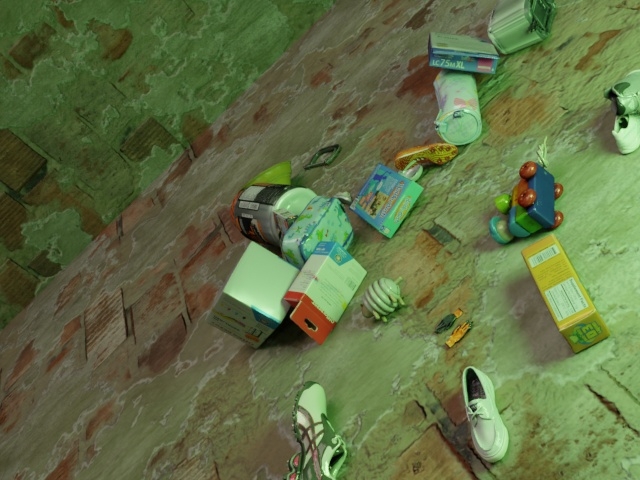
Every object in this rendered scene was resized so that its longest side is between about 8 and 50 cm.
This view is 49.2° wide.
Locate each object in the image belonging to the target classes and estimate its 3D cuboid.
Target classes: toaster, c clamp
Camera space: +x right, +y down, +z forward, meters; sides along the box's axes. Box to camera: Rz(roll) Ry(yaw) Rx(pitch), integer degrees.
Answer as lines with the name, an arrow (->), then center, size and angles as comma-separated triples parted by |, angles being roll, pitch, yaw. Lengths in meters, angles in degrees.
toaster -> 0.574, -0.631, 2.002 | 0.146, 0.129, 0.227 | -19, 40, 45
c clamp -> -0.001, -0.276, 2.409 | 0.160, 0.022, 0.137 | -14, 37, 46

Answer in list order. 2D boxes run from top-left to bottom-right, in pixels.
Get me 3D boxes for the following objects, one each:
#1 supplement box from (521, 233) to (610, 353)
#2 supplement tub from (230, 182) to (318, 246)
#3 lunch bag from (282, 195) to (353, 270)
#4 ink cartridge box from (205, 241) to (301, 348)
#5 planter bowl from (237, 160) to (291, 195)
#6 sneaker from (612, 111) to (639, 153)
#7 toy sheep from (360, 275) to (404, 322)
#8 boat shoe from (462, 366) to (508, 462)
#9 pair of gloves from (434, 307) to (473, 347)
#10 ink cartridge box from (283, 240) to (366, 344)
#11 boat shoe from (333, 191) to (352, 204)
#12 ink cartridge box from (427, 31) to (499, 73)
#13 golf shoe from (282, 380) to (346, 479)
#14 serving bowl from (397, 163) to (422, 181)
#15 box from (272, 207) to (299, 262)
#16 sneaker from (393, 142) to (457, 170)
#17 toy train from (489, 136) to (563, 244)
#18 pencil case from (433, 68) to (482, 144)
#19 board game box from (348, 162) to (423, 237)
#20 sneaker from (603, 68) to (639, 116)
supplement box -> 0.449, 0.093, 1.292 | 0.080, 0.078, 0.233 | -30, 33, 20
supplement tub -> -0.144, -0.080, 2.164 | 0.194, 0.193, 0.316 | -54, 29, -15
lunch bag -> 0.000, 0.000, 1.883 | 0.090, 0.176, 0.219 | 7, 47, 35
ink cartridge box -> -0.177, 0.151, 1.855 | 0.168, 0.171, 0.233 | -64, 7, -32
planter bowl -> -0.168, -0.175, 2.384 | 0.217, 0.090, 0.217 | -33, -5, -3
sneaker -> 0.659, -0.257, 1.480 | 0.053, 0.061, 0.152 | -10, 43, 49
toy sheep -> 0.146, 0.133, 1.629 | 0.132, 0.091, 0.091 | -43, 28, 15
boat shoe -> 0.287, 0.304, 1.246 | 0.066, 0.063, 0.184 | -28, 33, 29
pair of gloves -> 0.279, 0.182, 1.467 | 0.074, 0.010, 0.083 | -44, 28, 4
ink cartridge box -> 0.002, 0.131, 1.763 | 0.078, 0.134, 0.231 | 3, 54, 53
boat shoe -> 0.074, -0.133, 2.113 | 0.035, 0.035, 0.100 | -53, 23, -8
ink cartridge box -> 0.402, -0.534, 1.992 | 0.185, 0.065, 0.311 | 8, 24, 4
golf shoe -> 0.002, 0.418, 1.462 | 0.120, 0.105, 0.273 | -14, 45, 20
serving bowl -> 0.253, -0.184, 1.949 | 0.083, 0.027, 0.083 | -32, 31, 22
box -> -0.077, 0.019, 1.949 | 0.036, 0.207, 0.114 | -19, 22, -20
sneaker -> 0.285, -0.239, 1.903 | 0.175, 0.064, 0.067 | -7, 33, 14
toy train -> 0.447, -0.109, 1.542 | 0.143, 0.105, 0.248 | -37, 27, 43
pencil case -> 0.378, -0.378, 1.942 | 0.124, 0.114, 0.273 | -8, 40, 16
board game box -> 0.175, -0.113, 1.911 | 0.160, 0.047, 0.210 | -56, 28, 6
sneaker -> 0.669, -0.273, 1.405 | 0.132, 0.086, 0.228 | -24, 31, -17
